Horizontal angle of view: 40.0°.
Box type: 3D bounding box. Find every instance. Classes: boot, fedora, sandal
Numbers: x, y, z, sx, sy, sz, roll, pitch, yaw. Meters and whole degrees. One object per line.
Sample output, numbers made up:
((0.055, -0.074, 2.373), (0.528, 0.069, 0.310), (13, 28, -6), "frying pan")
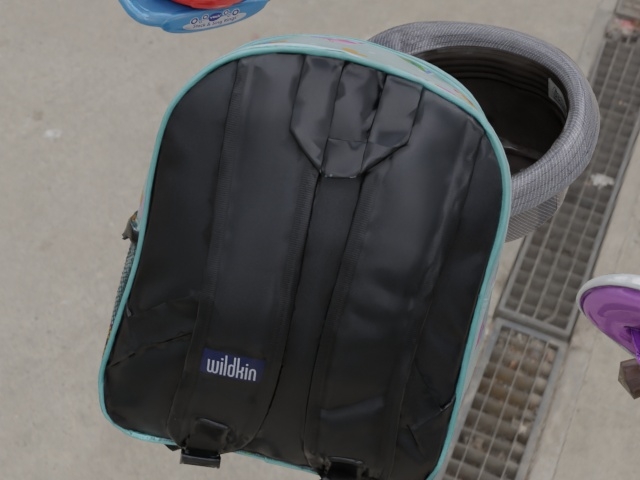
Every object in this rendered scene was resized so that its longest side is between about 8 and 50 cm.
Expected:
((0.451, 0.151, 1.193), (0.114, 0.037, 0.106), (-22, 83, 17), "boot")
((0.134, -0.089, 0.852), (0.275, 0.124, 0.243), (19, 61, 32), "fedora")
((0.481, 0.179, 1.024), (0.416, 0.169, 0.102), (33, 60, 15), "sandal")

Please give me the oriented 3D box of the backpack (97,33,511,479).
((0.000, 0.000, 0.402), (0.166, 0.188, 0.144), (14, 25, 6), "backpack")

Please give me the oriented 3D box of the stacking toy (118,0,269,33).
((-0.087, -0.335, 0.761), (0.175, 0.302, 0.165), (-22, 76, -32), "stacking toy")
